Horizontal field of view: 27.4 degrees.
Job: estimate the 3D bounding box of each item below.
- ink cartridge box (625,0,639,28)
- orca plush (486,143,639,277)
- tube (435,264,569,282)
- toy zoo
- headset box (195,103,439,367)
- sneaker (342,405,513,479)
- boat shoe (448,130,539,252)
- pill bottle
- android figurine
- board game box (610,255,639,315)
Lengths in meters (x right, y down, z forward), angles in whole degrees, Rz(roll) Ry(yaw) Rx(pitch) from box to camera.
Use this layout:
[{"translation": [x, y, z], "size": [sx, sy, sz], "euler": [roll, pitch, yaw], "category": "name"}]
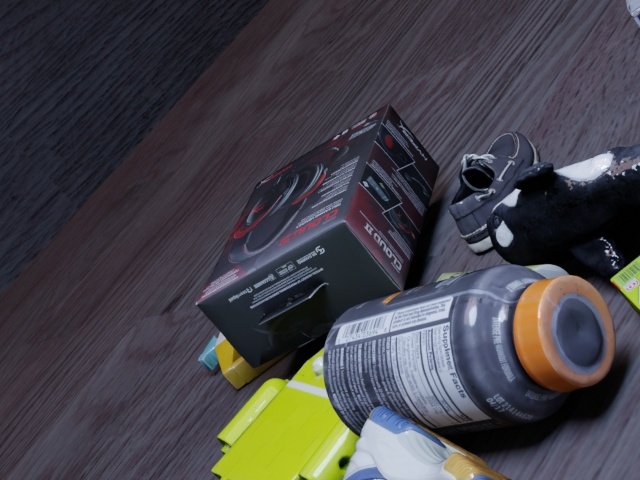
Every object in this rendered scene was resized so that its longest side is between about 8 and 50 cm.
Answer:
[{"translation": [0.466, -0.326, 1.358], "size": [0.324, 0.071, 0.330], "euler": [-35, 9, 20], "category": "ink cartridge box"}, {"translation": [0.268, -0.014, 1.135], "size": [0.287, 0.151, 0.102], "euler": [-15, 66, 29], "category": "orca plush"}, {"translation": [0.147, 0.060, 1.235], "size": [0.070, 0.062, 0.240], "euler": [-7, -1, -24], "category": "tube"}, {"translation": [-0.032, 0.072, 1.614], "size": [0.293, 0.030, 0.192], "euler": [-38, 18, 12], "category": "toy zoo"}, {"translation": [0.000, 0.000, 1.485], "size": [0.218, 0.110, 0.293], "euler": [-29, 22, 30], "category": "headset box"}, {"translation": [0.093, 0.219, 0.943], "size": [0.131, 0.112, 0.296], "euler": [-61, 18, -5], "category": "sneaker"}, {"translation": [0.186, -0.071, 1.437], "size": [0.075, 0.065, 0.206], "euler": [-29, 22, 35], "category": "boat shoe"}, {"translation": [0.123, 0.094, 1.085], "size": [0.245, 0.130, 0.130], "euler": [-19, 29, 49], "category": "pill bottle"}, {"translation": [-0.012, 0.185, 1.280], "size": [0.273, 0.056, 0.248], "euler": [-49, 19, -14], "category": "android figurine"}, {"translation": [0.322, 0.002, 1.021], "size": [0.181, 0.043, 0.092], "euler": [-40, 18, 6], "category": "board game box"}]
